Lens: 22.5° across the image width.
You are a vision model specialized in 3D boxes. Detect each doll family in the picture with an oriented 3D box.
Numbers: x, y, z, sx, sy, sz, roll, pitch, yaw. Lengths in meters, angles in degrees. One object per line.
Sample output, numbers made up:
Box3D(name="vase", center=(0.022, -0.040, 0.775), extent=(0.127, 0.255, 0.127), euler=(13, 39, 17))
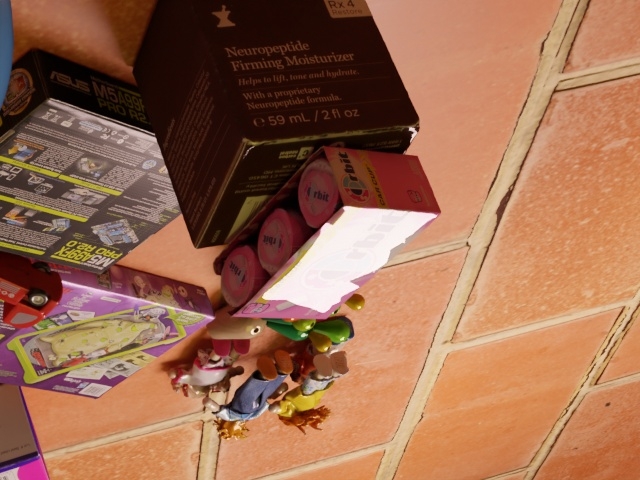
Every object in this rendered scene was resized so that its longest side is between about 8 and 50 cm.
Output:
Box3D(name="doll family", center=(-0.066, 0.199, 2.099), extent=(0.263, 0.118, 0.163), euler=(-4, 149, -31))

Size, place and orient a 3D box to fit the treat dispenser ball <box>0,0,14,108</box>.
Box3D(name="treat dispenser ball", center=(-0.349, -0.138, 1.066), extent=(0.288, 0.288, 0.288), euler=(-17, 153, -9))

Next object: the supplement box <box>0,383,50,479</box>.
Box3D(name="supplement box", center=(-0.404, 0.278, 2.011), extent=(0.111, 0.114, 0.220), euler=(-17, 152, -11))

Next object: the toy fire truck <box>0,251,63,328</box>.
Box3D(name="toy fire truck", center=(-0.371, 0.049, 1.607), extent=(0.192, 0.047, 0.135), euler=(26, 128, -29))

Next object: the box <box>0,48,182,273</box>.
Box3D(name="box", center=(-0.240, -0.066, 1.539), extent=(0.216, 0.060, 0.270), euler=(-35, 150, 27))

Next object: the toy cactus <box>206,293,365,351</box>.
Box3D(name="toy cactus", center=(-0.058, 0.076, 1.927), extent=(0.180, 0.112, 0.219), euler=(-14, 162, 30))

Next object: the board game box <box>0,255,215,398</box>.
Box3D(name="board game box", center=(-0.305, 0.094, 1.812), extent=(0.208, 0.056, 0.347), euler=(-30, 153, 26))

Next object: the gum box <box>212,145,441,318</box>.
Box3D(name="gum box", center=(0.000, 0.000, 1.376), extent=(0.107, 0.062, 0.188), euler=(3, 145, -39))

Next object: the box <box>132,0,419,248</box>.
Box3D(name="box", center=(-0.045, -0.125, 1.408), extent=(0.168, 0.203, 0.167), euler=(-8, 151, -26))
